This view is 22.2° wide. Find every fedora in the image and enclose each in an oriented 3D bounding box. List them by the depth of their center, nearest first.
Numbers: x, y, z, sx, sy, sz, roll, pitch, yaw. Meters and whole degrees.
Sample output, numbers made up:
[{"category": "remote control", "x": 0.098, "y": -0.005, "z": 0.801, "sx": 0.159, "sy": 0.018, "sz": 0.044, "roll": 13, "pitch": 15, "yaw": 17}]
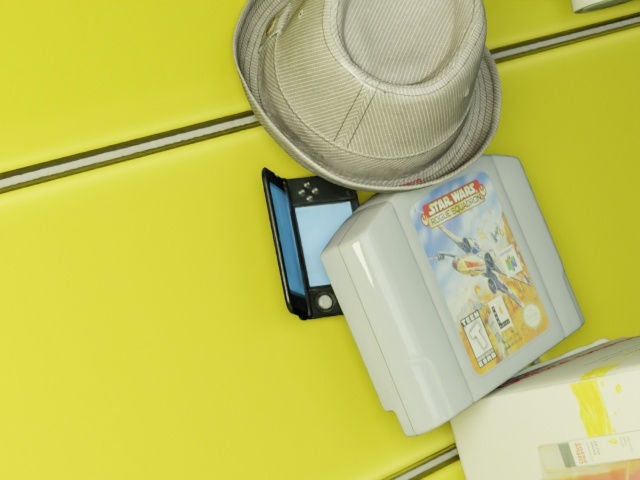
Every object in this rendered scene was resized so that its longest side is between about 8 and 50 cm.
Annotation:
[{"category": "fedora", "x": 0.058, "y": -0.174, "z": 1.375, "sx": 0.244, "sy": 0.124, "sz": 0.275, "roll": 31, "pitch": 51, "yaw": 1}]

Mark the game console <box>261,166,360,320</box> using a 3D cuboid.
[{"category": "game console", "x": 0.000, "y": 0.000, "z": 1.351, "sx": 0.107, "sy": 0.071, "sz": 0.122, "roll": -7, "pitch": 81, "yaw": -22}]

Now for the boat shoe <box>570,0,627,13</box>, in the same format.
[{"category": "boat shoe", "x": 0.376, "y": -0.313, "z": 1.754, "sx": 0.302, "sy": 0.114, "sz": 0.091, "roll": -16, "pitch": 93, "yaw": -43}]

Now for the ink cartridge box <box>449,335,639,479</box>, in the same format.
[{"category": "ink cartridge box", "x": 0.346, "y": 0.155, "z": 1.392, "sx": 0.279, "sy": 0.385, "sz": 0.160, "roll": -14, "pitch": 88, "yaw": -42}]

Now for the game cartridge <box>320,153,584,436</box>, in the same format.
[{"category": "game cartridge", "x": 0.122, "y": 0.031, "z": 1.434, "sx": 0.297, "sy": 0.062, "sz": 0.198, "roll": -26, "pitch": 98, "yaw": -52}]
